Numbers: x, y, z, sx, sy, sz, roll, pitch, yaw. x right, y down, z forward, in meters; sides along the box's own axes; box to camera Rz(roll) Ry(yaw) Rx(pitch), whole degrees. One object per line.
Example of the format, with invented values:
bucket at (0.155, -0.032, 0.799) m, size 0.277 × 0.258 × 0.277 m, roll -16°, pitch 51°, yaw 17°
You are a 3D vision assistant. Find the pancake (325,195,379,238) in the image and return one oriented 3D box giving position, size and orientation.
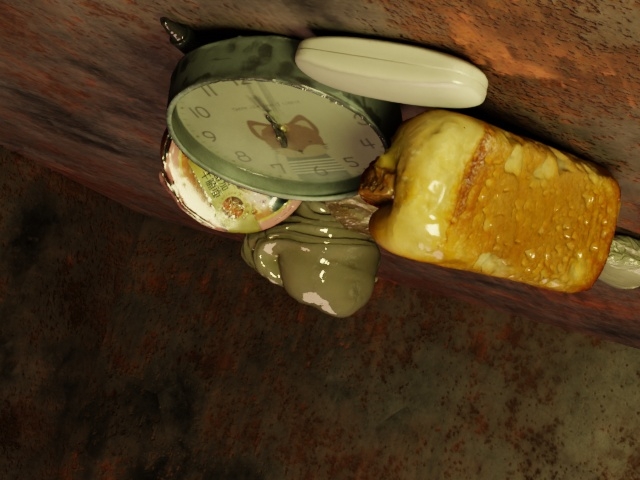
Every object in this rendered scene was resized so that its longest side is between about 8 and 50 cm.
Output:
pancake at (0.194, -0.055, 1.953) m, size 0.386 × 0.082 × 0.387 m, roll 7°, pitch 170°, yaw 1°

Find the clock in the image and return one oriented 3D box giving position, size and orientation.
clock at (-0.052, -0.156, 1.496) m, size 0.325 × 0.067 × 0.325 m, roll 9°, pitch 155°, yaw 4°

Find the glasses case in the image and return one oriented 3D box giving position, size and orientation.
glasses case at (0.080, -0.195, 1.276) m, size 0.233 × 0.059 × 0.092 m, roll 14°, pitch 173°, yaw 27°

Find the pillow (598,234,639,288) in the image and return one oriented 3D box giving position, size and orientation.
pillow at (0.523, 0.035, 1.925) m, size 0.134 × 0.078 × 0.181 m, roll 19°, pitch 172°, yaw -9°

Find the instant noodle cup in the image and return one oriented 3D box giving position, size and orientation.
instant noodle cup at (-0.159, -0.137, 1.784) m, size 0.243 × 0.244 × 0.255 m, roll 20°, pitch 180°, yaw -19°

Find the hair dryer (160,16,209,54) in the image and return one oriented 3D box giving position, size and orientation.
hair dryer at (-0.128, -0.235, 1.522) m, size 0.128 × 0.070 × 0.255 m, roll 12°, pitch 167°, yaw 35°

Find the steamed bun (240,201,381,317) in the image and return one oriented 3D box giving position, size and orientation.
steamed bun at (0.009, 0.005, 2.488) m, size 0.309 × 0.219 × 0.324 m, roll 31°, pitch -158°, yaw 13°

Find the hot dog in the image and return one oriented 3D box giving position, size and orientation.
hot dog at (0.199, -0.055, 1.418) m, size 0.405 × 0.185 × 0.223 m, roll 13°, pitch -174°, yaw -44°
